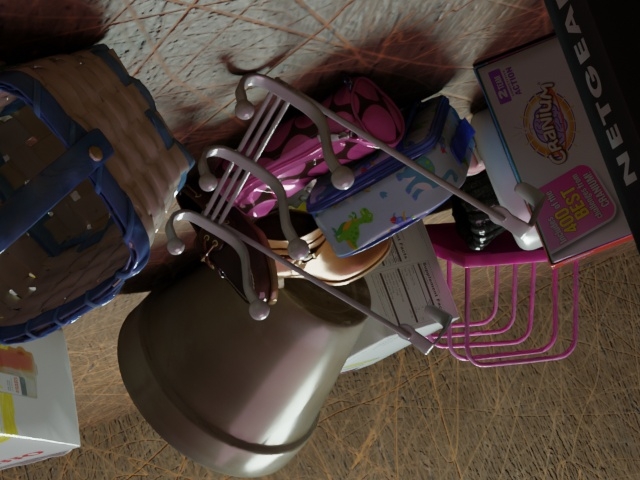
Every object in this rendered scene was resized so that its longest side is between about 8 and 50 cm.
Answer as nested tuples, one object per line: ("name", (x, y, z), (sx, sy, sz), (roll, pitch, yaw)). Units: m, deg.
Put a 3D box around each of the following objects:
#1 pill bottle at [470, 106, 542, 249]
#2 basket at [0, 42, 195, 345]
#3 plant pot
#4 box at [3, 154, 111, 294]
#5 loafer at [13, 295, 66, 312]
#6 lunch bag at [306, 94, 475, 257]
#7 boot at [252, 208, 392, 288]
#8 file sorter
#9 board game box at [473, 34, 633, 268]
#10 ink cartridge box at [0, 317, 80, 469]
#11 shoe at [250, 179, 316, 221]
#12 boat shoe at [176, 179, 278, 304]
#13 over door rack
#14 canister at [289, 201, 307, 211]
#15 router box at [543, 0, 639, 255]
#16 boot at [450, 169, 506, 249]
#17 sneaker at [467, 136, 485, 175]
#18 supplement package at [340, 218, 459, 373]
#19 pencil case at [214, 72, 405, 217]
("pill bottle", (0.369, -0.130, 1.800), (0.334, 0.188, 0.188), (-22, 169, 8))
("basket", (-0.253, -0.013, 1.116), (0.255, 0.201, 0.289), (-28, -162, 34))
("plant pot", (-0.085, 0.129, 2.101), (0.323, 0.323, 0.280), (-7, 146, -51))
("box", (-0.280, -0.015, 1.384), (0.103, 0.114, 0.203), (-28, 165, 37))
("loafer", (-0.395, 0.104, 1.871), (0.220, 0.080, 0.078), (-17, 169, -15))
("lunch bag", (0.082, -0.077, 1.616), (0.176, 0.090, 0.219), (-28, -167, 20))
("boot", (0.000, 0.000, 1.767), (0.197, 0.073, 0.152), (-17, 158, -11))
("file sorter", (0.257, 0.080, 2.310), (0.202, 0.182, 0.291), (-4, -170, -19))
("board game box", (0.358, -0.136, 1.604), (0.316, 0.242, 0.064), (-21, 171, 8))
("ink cartridge box", (-0.482, 0.170, 1.615), (0.279, 0.160, 0.385), (-15, 163, 16))
("shoe", (-0.055, -0.051, 1.767), (0.219, 0.058, 0.076), (-22, 169, 14))
("boat shoe", (-0.106, 0.002, 1.616), (0.073, 0.207, 0.073), (-3, 125, -23))
("over door rack", (0.026, -0.006, 1.447), (0.324, 0.108, 0.239), (23, 137, -10))
("canister", (-0.018, -0.037, 1.877), (0.170, 0.073, 0.126), (-29, 166, 34))
("router box", (0.324, -0.169, 1.175), (0.243, 0.309, 0.081), (-18, 173, -12))
("boot", (0.324, -0.062, 2.218), (0.260, 0.131, 0.348), (-24, 163, 1))
("sneaker", (0.232, -0.128, 1.941), (0.134, 0.051, 0.070), (-17, 168, -35))
("supplement package", (0.054, 0.080, 2.244), (0.145, 0.204, 0.262), (-13, 167, -34))
("pencil case", (-0.018, -0.094, 1.536), (0.209, 0.095, 0.098), (-29, -159, 34))
